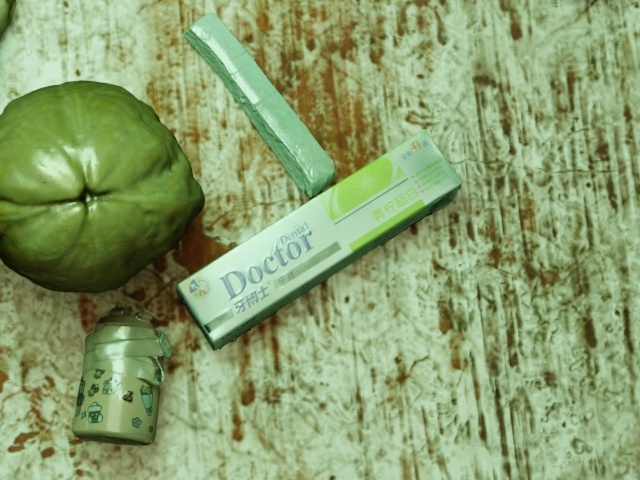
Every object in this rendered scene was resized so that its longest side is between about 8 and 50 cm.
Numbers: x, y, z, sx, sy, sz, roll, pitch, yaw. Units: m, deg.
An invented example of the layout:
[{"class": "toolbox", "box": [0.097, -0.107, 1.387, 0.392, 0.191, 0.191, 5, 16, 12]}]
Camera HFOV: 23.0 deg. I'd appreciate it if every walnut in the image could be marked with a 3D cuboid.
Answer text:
[{"class": "walnut", "box": [-0.251, -0.055, 1.663, 0.283, 0.283, 0.227, -3, 97, -5]}]

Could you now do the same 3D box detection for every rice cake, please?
[{"class": "rice cake", "box": [-0.068, -0.157, 1.808, 0.045, 0.042, 0.245, -34, 83, -25]}]

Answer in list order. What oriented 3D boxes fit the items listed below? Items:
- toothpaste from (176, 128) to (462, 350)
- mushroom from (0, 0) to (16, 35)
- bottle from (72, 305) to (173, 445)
[{"class": "toothpaste", "box": [0.000, 0.000, 1.775, 0.336, 0.067, 0.081, -32, 81, -9]}, {"class": "mushroom", "box": [-0.419, -0.165, 1.706, 0.126, 0.177, 0.397, 22, 47, -17]}, {"class": "bottle", "box": [-0.215, 0.144, 1.721, 0.099, 0.099, 0.152, 8, 76, -3]}]
